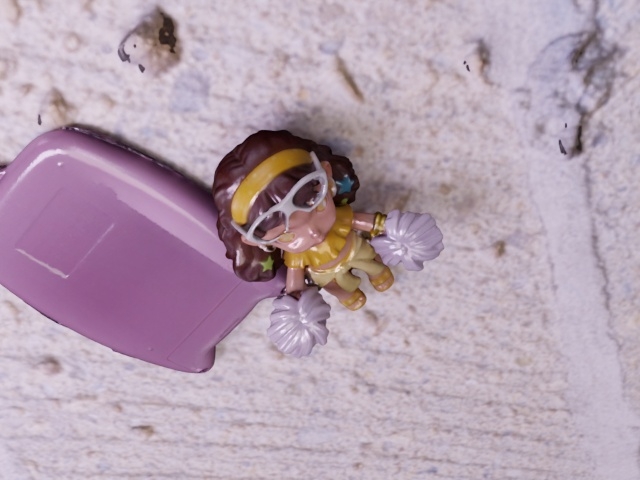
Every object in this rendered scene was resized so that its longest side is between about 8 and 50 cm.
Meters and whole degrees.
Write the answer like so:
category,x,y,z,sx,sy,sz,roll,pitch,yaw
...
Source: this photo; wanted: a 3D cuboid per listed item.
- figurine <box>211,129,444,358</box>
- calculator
category,x,y,z,sx,sy,sz,roll,pitch,yaw
figurine,-0.001,-0.001,0.816,0.175,0.116,0.240,-40,132,3
calculator,-0.174,0.019,0.848,0.294,0.043,0.194,33,116,-27
